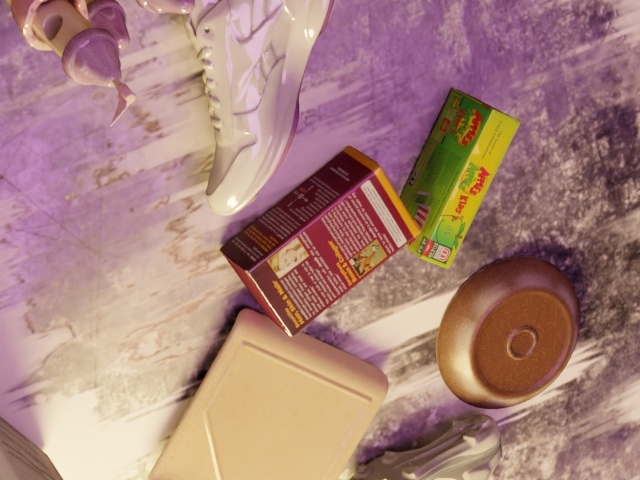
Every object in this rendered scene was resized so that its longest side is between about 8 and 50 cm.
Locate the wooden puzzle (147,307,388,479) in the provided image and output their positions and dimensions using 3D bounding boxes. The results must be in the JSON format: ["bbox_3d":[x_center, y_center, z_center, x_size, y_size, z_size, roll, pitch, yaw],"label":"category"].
[{"bbox_3d":[-0.060,0.217,2.027,0.221,0.044,0.238,27,92,-31],"label":"wooden puzzle"}]

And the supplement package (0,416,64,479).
[{"bbox_3d":[-0.331,0.277,1.795,0.139,0.244,0.134,-46,121,-3],"label":"supplement package"}]

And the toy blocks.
[{"bbox_3d":[-0.165,-0.276,1.610,0.309,0.260,0.288,24,103,-50],"label":"toy blocks"}]

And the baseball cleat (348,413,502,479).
[{"bbox_3d":[0.130,0.286,2.125,0.206,0.072,0.109,-23,124,-12],"label":"baseball cleat"}]

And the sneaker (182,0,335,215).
[{"bbox_3d":[-0.086,-0.179,1.836,0.152,0.114,0.305,14,99,-15],"label":"sneaker"}]

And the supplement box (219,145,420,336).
[{"bbox_3d":[0.000,0.000,1.945,0.188,0.081,0.104,-38,121,-8],"label":"supplement box"}]

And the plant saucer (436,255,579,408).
[{"bbox_3d":[0.234,0.117,2.131,0.199,0.036,0.198,-9,113,-23],"label":"plant saucer"}]

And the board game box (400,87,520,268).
[{"bbox_3d":[0.145,-0.070,1.982,0.043,0.092,0.181,21,99,-32],"label":"board game box"}]
